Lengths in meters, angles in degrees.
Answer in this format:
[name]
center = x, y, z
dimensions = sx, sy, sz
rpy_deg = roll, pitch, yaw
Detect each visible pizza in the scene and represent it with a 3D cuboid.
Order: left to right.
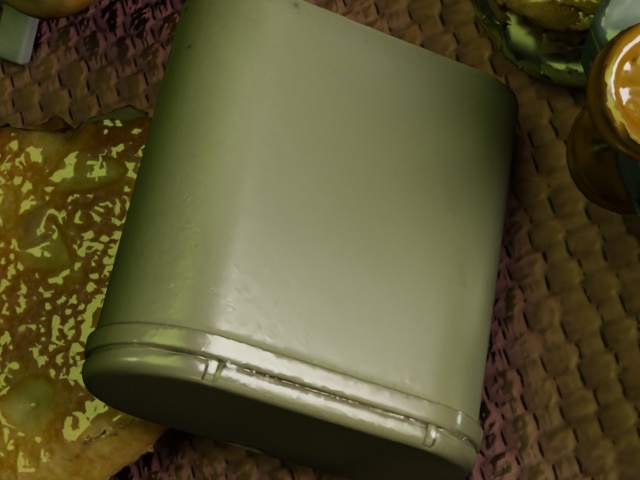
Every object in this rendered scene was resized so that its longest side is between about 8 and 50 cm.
[pizza]
center = -0.191, 0.045, 1.252
dimensions = 0.409, 0.114, 0.278
rpy_deg = -46, 61, 0

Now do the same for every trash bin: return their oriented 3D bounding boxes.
[trash bin]
center = 0.000, 0.000, 1.136
dimensions = 0.121, 0.243, 0.247
rpy_deg = -28, 46, 61

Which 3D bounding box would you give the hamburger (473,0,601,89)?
[hamburger]
center = 0.178, -0.191, 1.197
dimensions = 0.177, 0.113, 0.185
rpy_deg = 2, 63, 30

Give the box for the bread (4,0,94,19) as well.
[bread]
center = -0.190, -0.300, 1.328
dimensions = 0.270, 0.211, 0.315
rpy_deg = -33, 69, -32

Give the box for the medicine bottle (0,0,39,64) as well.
[medicine bottle]
center = -0.291, -0.204, 1.428
dimensions = 0.221, 0.061, 0.092
rpy_deg = 25, 106, 29

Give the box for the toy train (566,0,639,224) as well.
[toy train]
center = 0.274, -0.005, 1.018
dimensions = 0.232, 0.163, 0.369
rpy_deg = -18, 80, -2
